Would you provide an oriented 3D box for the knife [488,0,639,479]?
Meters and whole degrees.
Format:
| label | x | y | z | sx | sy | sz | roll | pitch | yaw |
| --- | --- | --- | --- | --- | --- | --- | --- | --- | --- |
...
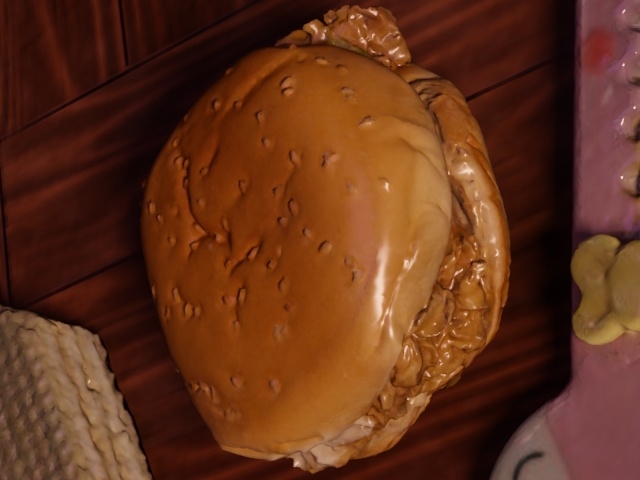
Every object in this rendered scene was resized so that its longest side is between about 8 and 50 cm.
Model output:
| label | x | y | z | sx | sy | sz | roll | pitch | yaw |
| --- | --- | --- | --- | --- | --- | --- | --- | --- | --- |
| knife | 0.111 | -0.062 | 0.598 | 0.132 | 0.038 | 0.399 | -7 | 73 | 36 |

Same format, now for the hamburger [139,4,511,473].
| label | x | y | z | sx | sy | sz | roll | pitch | yaw |
| --- | --- | --- | --- | --- | --- | --- | --- | --- | --- |
| hamburger | 0.000 | 0.000 | 0.634 | 0.138 | 0.083 | 0.147 | -43 | 52 | 31 |

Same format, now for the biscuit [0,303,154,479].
| label | x | y | z | sx | sy | sz | roll | pitch | yaw |
| --- | --- | --- | --- | --- | --- | --- | --- | --- | --- |
| biscuit | -0.166 | 0.096 | 0.769 | 0.252 | 0.052 | 0.150 | 12 | 85 | 40 |
